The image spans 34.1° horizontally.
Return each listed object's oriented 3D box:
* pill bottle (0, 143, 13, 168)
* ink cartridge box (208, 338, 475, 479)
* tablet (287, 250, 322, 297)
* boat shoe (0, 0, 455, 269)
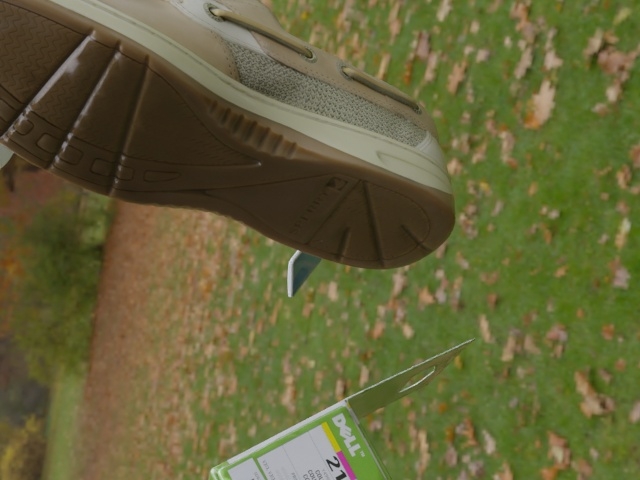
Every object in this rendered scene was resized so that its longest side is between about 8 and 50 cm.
[{"bbox_3d":[-0.381,-0.107,0.935,0.117,0.215,0.117,5,-90,-66],"label":"pill bottle"},{"bbox_3d":[0.031,0.201,0.934,0.097,0.255,0.189,61,163,15],"label":"ink cartridge box"},{"bbox_3d":[0.000,0.000,0.772,0.083,0.006,0.054,-52,-18,-27],"label":"tablet"},{"bbox_3d":[-0.060,-0.079,0.550,0.109,0.302,0.098,-44,34,44],"label":"boat shoe"}]
